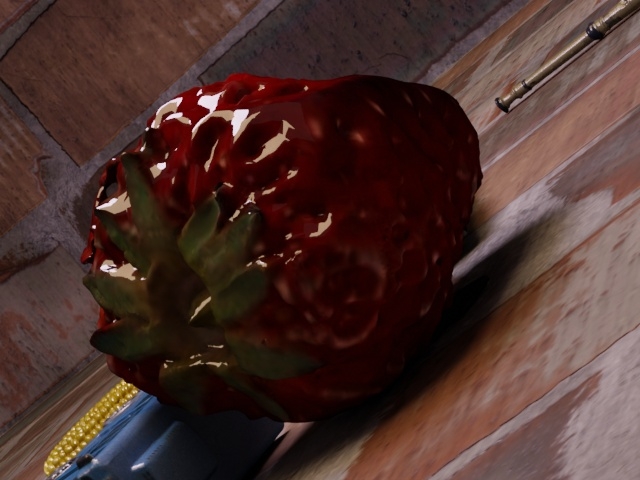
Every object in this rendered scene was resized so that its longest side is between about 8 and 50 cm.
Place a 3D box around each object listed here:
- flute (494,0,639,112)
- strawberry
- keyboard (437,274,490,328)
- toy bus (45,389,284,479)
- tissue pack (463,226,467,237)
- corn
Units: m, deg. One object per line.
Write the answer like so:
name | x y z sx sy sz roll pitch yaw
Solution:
flute | 0.316 -0.239 2.320 0.233 0.027 0.027 -38 6 24
strawberry | -0.002 -0.009 1.483 0.345 0.295 0.317 -23 -18 -46
keyboard | 0.082 0.072 1.516 0.155 0.010 0.053 -35 9 48
toy bus | -0.137 0.192 1.521 0.133 0.116 0.234 -35 6 33
tissue pack | 0.034 0.000 1.843 0.245 0.123 0.332 -43 5 8
corn | -0.203 0.199 2.056 0.244 0.093 0.093 -42 5 -1
